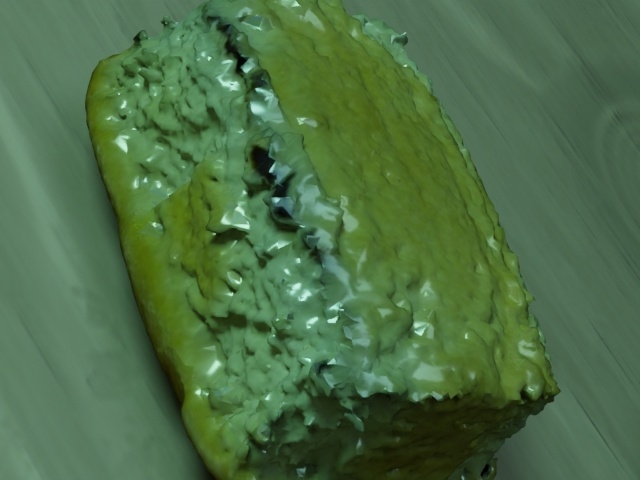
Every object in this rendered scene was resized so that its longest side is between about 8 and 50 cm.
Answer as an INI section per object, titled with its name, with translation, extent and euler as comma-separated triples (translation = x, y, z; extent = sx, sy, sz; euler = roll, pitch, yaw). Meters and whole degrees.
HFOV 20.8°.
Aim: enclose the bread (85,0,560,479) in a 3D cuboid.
[bread]
translation = 0.000, 0.000, 0.757
extent = 0.174, 0.121, 0.245
euler = 11, 46, -47
